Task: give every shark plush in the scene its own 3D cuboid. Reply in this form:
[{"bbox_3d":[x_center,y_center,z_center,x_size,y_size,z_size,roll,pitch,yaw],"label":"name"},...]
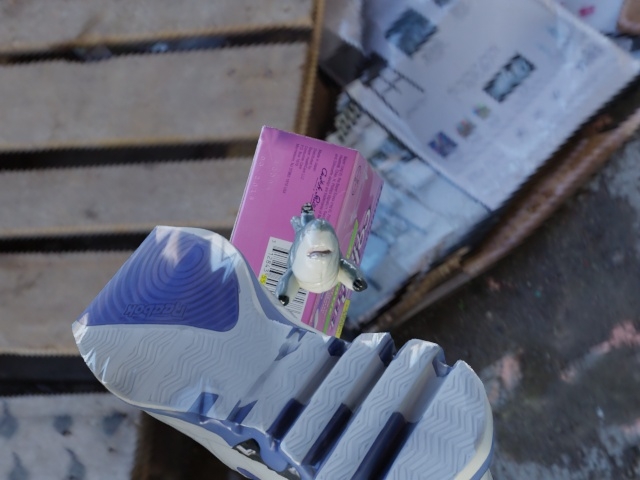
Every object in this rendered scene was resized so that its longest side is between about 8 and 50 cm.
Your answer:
[{"bbox_3d":[0.000,0.000,1.120,0.073,0.161,0.067,-8,103,7],"label":"shark plush"}]

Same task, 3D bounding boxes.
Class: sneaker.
[{"bbox_3d":[-0.010,0.122,0.866,0.316,0.182,0.127,24,64,38],"label":"sneaker"}]

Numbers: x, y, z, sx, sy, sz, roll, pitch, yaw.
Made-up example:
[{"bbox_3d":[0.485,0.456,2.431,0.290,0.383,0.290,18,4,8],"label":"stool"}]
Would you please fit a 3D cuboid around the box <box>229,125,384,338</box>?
[{"bbox_3d":[-0.020,-0.001,1.625,0.117,0.243,0.213,16,87,10],"label":"box"}]
